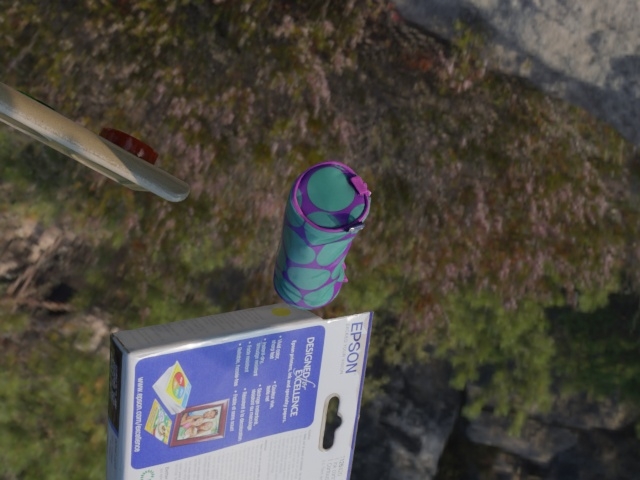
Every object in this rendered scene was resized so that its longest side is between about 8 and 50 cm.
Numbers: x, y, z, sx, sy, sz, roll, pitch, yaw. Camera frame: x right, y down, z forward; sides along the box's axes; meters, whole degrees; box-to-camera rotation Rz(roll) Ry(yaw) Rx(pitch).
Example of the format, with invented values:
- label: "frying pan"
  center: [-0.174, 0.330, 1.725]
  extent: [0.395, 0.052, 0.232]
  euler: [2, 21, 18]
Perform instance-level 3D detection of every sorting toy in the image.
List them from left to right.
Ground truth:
- label: "sorting toy"
  center: [-0.286, -0.129, 0.982]
  extent: [0.307, 0.041, 0.229]
  euler: [29, 175, -25]

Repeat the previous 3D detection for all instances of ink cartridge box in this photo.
- label: "ink cartridge box"
  center: [-0.099, 0.224, 1.180]
  extent: [0.307, 0.072, 0.303]
  euler: [-8, 118, -31]

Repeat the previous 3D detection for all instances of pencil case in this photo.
- label: "pencil case"
  center: [0.000, 0.000, 0.834]
  extent: [0.070, 0.064, 0.152]
  euler: [-13, 155, -17]
